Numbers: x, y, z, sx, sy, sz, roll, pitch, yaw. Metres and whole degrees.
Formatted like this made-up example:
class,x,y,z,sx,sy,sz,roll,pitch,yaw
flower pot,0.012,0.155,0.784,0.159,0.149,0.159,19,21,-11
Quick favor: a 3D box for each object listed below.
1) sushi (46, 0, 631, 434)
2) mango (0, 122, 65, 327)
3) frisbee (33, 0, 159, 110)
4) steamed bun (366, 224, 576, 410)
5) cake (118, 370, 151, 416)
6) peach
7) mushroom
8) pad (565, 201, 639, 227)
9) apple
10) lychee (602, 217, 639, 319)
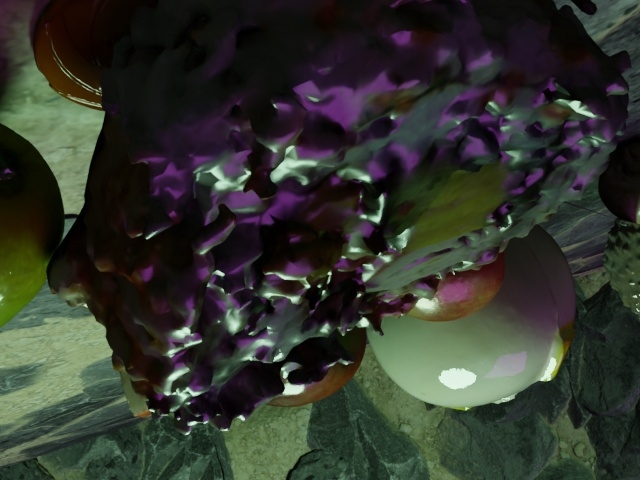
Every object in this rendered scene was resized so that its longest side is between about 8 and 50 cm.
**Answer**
class,x,y,z,sx,sy,sz,roll,pitch,yaw
sushi,0.026,-0.041,0.521,0.418,0.175,0.417,-24,152,-14
mango,-0.339,0.021,0.505,0.343,0.155,0.192,-17,158,5
frisbee,-0.093,-0.130,0.505,0.192,0.035,0.192,-18,164,-5
steamed bun,0.244,0.113,1.248,0.334,0.333,0.374,-9,163,-36
cake,-0.248,0.217,1.330,0.160,0.158,0.262,-21,167,23
peach,-0.053,0.161,1.236,0.253,0.252,0.252,-18,165,-5
mushroom,0.551,-0.100,1.234,0.166,0.166,0.127,-22,127,8
pad,0.442,-0.055,1.260,0.188,0.006,0.113,24,-169,30
apple,0.158,0.009,0.996,0.164,0.209,0.209,-3,163,-7
lychee,0.756,0.008,1.443,0.380,0.432,0.380,-52,163,-23
